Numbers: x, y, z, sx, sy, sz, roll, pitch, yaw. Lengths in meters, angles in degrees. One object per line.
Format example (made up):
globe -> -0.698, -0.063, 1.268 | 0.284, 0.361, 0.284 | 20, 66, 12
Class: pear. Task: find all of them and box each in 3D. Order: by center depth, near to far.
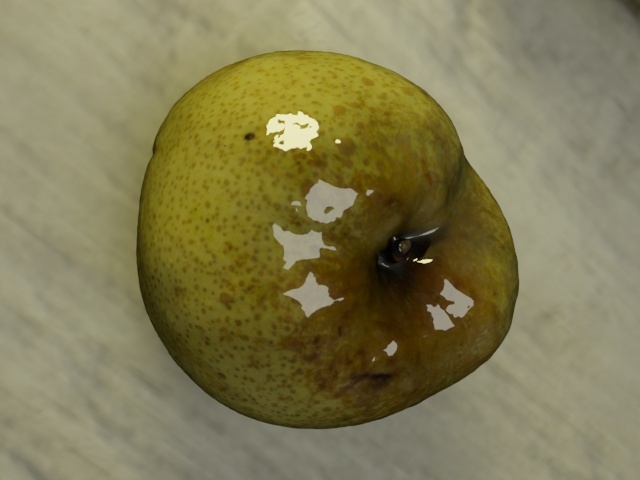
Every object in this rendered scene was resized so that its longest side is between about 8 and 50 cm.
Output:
pear -> 0.000, 0.000, 0.685 | 0.167, 0.136, 0.167 | -5, 100, -28
